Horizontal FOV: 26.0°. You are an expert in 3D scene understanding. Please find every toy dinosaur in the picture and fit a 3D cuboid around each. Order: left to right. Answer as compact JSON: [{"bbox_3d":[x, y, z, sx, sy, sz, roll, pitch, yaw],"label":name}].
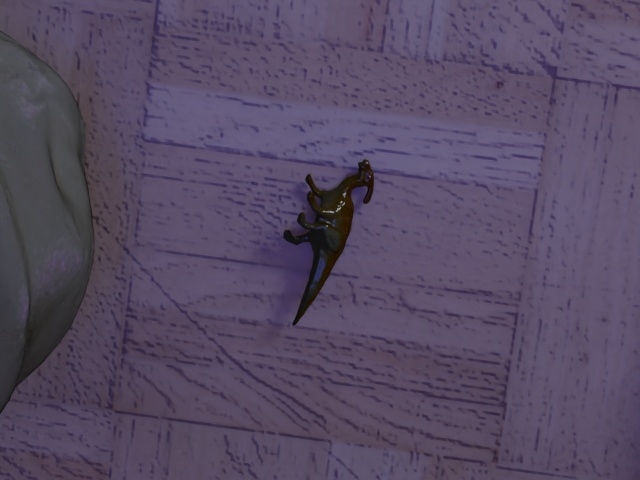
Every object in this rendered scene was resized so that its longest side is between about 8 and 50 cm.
[{"bbox_3d":[-0.003,-0.003,0.858,0.041,0.026,0.113,27,91,-19],"label":"toy dinosaur"}]

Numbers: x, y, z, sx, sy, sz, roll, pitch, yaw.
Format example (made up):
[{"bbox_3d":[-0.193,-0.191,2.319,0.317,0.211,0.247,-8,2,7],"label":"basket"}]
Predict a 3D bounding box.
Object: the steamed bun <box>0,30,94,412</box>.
[{"bbox_3d":[-0.315,-0.011,0.761,0.339,0.247,0.352,-42,91,7],"label":"steamed bun"}]
